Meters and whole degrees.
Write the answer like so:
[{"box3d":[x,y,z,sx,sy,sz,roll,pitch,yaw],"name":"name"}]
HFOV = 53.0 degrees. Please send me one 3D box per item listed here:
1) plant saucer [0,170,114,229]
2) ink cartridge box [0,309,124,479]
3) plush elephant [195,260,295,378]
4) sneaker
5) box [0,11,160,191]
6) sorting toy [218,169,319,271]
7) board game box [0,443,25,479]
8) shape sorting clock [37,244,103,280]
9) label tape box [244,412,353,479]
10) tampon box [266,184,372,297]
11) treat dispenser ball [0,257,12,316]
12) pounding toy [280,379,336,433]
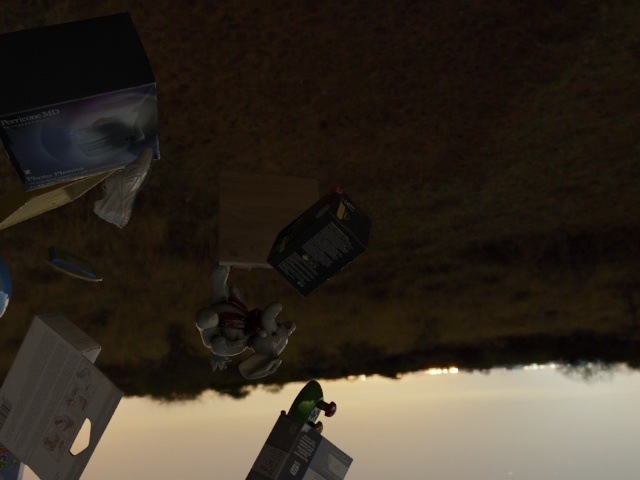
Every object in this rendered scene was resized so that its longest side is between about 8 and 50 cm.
[{"box3d":[-0.815,-0.157,1.929,0.333,0.080,0.333,-23,-172,39],"name":"plant saucer"},{"box3d":[-0.529,0.335,1.305,0.261,0.296,0.066,35,-165,16],"name":"ink cartridge box"},{"box3d":[-0.208,0.261,1.900,0.256,0.329,0.271,1,-149,3],"name":"plush elephant"},{"box3d":[-0.316,-0.097,1.041,0.061,0.152,0.053,23,152,-6],"name":"sneaker"},{"box3d":[-0.489,-0.265,1.274,0.297,0.182,0.294,-18,162,-18],"name":"box"},{"box3d":[-0.133,-0.037,1.625,0.257,0.255,0.089,4,153,-16],"name":"sorting toy"},{"box3d":[-0.813,0.494,1.540,0.212,0.160,0.039,2,154,-4],"name":"board game box"},{"box3d":[-0.769,0.076,1.975,0.206,0.040,0.206,31,-178,-1],"name":"shape sorting clock"},{"box3d":[-0.086,0.681,1.717,0.115,0.347,0.249,3,145,45],"name":"label tape box"},{"box3d":[0.000,0.000,1.181,0.161,0.101,0.120,-39,-164,24],"name":"tampon box"},{"box3d":[-1.040,0.136,1.835,0.289,0.287,0.288,-4,169,-1],"name":"treat dispenser ball"},{"box3d":[-0.032,0.541,1.940,0.110,0.182,0.237,25,-149,20],"name":"pounding toy"}]
